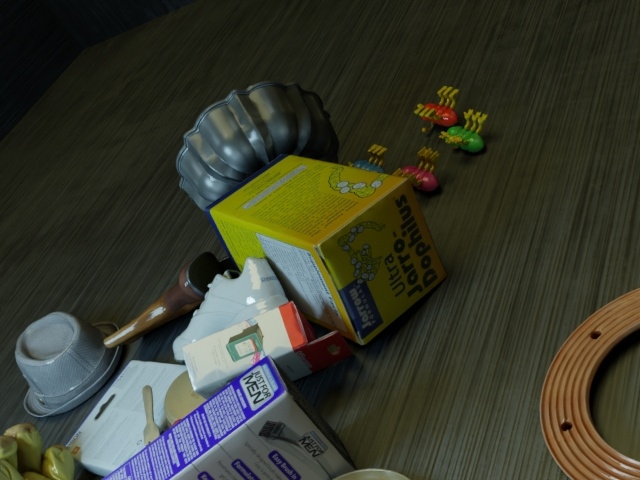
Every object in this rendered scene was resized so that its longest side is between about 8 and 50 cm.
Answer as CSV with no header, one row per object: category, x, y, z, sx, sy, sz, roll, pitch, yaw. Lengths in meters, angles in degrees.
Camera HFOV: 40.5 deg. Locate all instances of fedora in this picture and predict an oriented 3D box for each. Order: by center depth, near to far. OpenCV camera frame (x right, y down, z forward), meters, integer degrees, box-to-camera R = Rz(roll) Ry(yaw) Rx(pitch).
fedora,-0.533,0.229,1.759,0.243,0.124,0.275,-48,33,-20

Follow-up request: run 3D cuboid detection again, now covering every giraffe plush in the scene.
giraffe plush,-0.497,0.435,1.422,0.170,0.210,0.181,-44,-2,19

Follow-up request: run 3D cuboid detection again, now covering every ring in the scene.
ring,0.415,0.169,0.984,0.337,0.032,0.336,-26,31,17

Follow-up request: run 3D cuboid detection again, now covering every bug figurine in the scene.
bug figurine,0.188,-0.173,1.636,0.279,0.072,0.216,-39,37,-14

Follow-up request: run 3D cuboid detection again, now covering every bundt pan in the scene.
bundt pan,-0.103,-0.141,1.676,0.331,0.331,0.124,-35,54,2

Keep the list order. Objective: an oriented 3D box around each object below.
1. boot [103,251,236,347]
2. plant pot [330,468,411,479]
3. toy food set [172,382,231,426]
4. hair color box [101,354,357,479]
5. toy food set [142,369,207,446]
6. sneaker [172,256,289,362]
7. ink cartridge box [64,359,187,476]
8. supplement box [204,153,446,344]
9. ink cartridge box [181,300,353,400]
boot,-0.292,0.116,1.616,0.281,0.096,0.264,-28,5,11
plant pot,0.039,0.389,1.059,0.236,0.032,0.236,-26,32,18
toy food set,-0.125,0.256,1.296,0.232,0.111,0.104,-52,38,22
hair color box,-0.142,0.333,1.165,0.339,0.185,0.110,-36,29,0
toy food set,-0.197,0.265,1.423,0.192,0.038,0.132,-19,47,3
sneaker,-0.153,0.125,1.460,0.297,0.111,0.129,-32,68,39
ink cartridge box,-0.320,0.310,1.511,0.224,0.045,0.223,-1,44,45
supplement box,0.000,0.000,1.441,0.195,0.194,0.357,-37,29,-22
ink cartridge box,-0.078,0.170,1.328,0.231,0.134,0.078,-22,64,3
